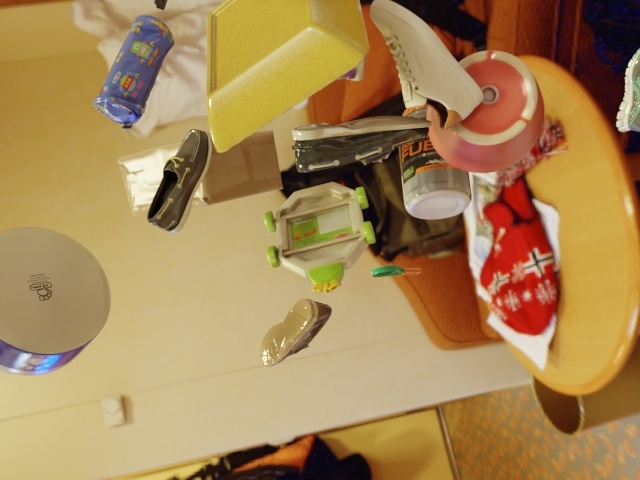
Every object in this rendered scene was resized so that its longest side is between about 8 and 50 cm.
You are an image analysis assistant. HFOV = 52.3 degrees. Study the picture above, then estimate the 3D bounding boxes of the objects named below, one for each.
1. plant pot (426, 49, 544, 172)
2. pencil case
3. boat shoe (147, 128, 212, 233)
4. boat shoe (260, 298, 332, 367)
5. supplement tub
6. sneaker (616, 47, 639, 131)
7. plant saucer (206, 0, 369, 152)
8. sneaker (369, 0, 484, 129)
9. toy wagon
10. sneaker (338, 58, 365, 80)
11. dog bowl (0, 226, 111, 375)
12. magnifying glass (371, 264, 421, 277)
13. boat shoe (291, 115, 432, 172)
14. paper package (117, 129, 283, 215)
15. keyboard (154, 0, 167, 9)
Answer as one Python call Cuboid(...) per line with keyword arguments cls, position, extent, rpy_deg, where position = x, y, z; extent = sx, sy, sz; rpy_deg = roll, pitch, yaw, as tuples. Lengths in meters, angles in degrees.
Cuboid(cls="plant pot", position=(0.366, -0.293, 1.437), extent=(0.243, 0.274, 0.275), rpy_deg=(-2, -99, -78))
Cuboid(cls="pencil case", position=(-0.496, -0.457, 1.762), extent=(0.119, 0.133, 0.306), rpy_deg=(113, 175, -70))
Cuboid(cls="boat shoe", position=(-0.289, -0.130, 1.337), extent=(0.081, 0.068, 0.228), rpy_deg=(7, 77, 42))
Cuboid(cls="boat shoe", position=(-0.067, 0.251, 1.716), extent=(0.285, 0.092, 0.103), rpy_deg=(-51, 42, 38))
Cuboid(cls="supplement tub", position=(0.328, -0.237, 1.901), extent=(0.194, 0.193, 0.316), rpy_deg=(101, 167, -66))
Cuboid(cls="sneaker", position=(0.579, -0.265, 1.148), extent=(0.076, 0.065, 0.167), rpy_deg=(26, 137, 39))
Cuboid(cls="plant saucer", position=(-0.090, -0.365, 1.143), extent=(0.081, 0.332, 0.333), rpy_deg=(33, -140, -43))
Cuboid(cls="sneaker", position=(0.183, -0.336, 1.266), extent=(0.290, 0.123, 0.106), rpy_deg=(44, 179, -10))
Cuboid(cls="toy wagon", position=(0.000, 0.000, 1.611), extent=(0.068, 0.267, 0.345), rpy_deg=(67, -168, -49))
Cuboid(cls="sneaker", position=(-0.002, -0.411, 1.323), extent=(0.095, 0.104, 0.237), rpy_deg=(93, 153, -62))
Cuboid(cls="dog bowl", position=(-0.537, 0.111, 1.222), extent=(0.104, 0.264, 0.265), rpy_deg=(-38, 55, 39))
Cuboid(cls="magnifying glass", position=(0.263, 0.104, 2.220), extent=(0.092, 0.230, 0.026), rpy_deg=(-24, 69, 43))
Cuboid(cls="boat shoe", position=(0.086, -0.199, 1.330), extent=(0.114, 0.302, 0.091), rpy_deg=(-133, 38, -66))
Cuboid(cls="paper package", position=(-0.312, -0.182, 1.738), extent=(0.324, 0.309, 0.168), rpy_deg=(-21, -77, -54))
Cuboid(cls="keyboard", position=(-0.335, -0.577, 1.416), extent=(0.108, 0.023, 0.180), rpy_deg=(85, -171, -56))
